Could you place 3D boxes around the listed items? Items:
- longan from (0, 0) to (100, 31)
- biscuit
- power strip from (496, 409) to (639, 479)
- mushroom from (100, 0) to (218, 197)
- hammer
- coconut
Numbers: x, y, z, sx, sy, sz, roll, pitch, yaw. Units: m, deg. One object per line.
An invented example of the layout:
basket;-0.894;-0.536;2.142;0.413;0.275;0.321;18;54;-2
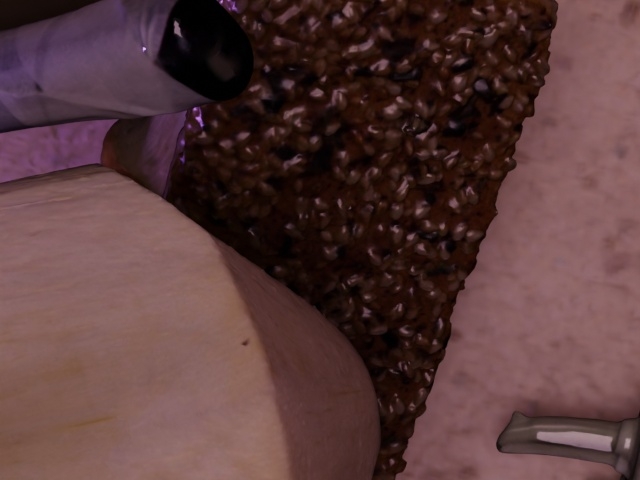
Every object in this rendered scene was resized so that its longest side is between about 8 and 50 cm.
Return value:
longan;-0.125;-0.186;0.656;0.246;0.215;0.246;5;116;11
biscuit;0.000;0.000;0.697;0.131;0.025;0.231;8;119;-14
power strip;0.210;0.119;0.726;0.288;0.053;0.093;12;97;5
mushroom;0.016;-0.129;0.711;0.100;0.081;0.312;25;99;-14
hammer;-0.206;-0.034;0.659;0.427;0.152;0.044;-6;54;27
coconut;-0.086;0.076;0.611;0.222;0.202;0.202;-9;95;-25
